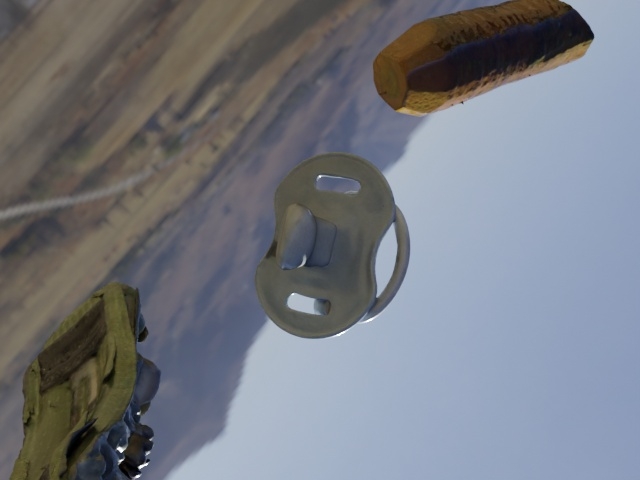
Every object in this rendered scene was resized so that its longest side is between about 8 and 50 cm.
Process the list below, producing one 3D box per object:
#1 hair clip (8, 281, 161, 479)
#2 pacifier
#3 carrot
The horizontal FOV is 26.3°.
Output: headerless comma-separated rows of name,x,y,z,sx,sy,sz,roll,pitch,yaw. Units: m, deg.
hair clip,-0.174,0.149,1.038,0.138,0.091,0.321,-46,-162,16
pacifier,0.000,0.000,1.943,0.207,0.228,0.278,25,77,-60
carrot,0.204,-0.238,1.702,0.302,0.114,0.114,-21,168,-29
